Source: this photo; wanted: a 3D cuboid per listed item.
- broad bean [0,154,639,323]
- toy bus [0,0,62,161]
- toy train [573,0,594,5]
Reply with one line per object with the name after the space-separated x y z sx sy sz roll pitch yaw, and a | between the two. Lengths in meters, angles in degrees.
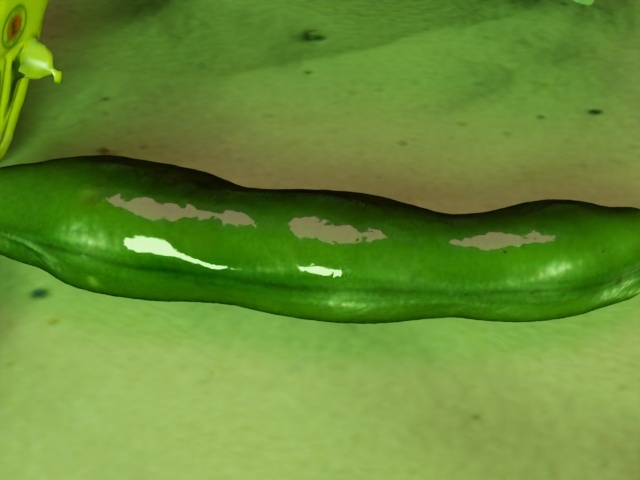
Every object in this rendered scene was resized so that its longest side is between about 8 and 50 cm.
0.000 0.002 0.561 0.255 0.046 0.065 4 26 -2 | broad bean
-0.188 -0.055 0.536 0.144 0.152 0.330 20 38 14 | toy bus
0.024 -0.195 0.697 0.304 0.150 0.221 22 13 -2 | toy train
